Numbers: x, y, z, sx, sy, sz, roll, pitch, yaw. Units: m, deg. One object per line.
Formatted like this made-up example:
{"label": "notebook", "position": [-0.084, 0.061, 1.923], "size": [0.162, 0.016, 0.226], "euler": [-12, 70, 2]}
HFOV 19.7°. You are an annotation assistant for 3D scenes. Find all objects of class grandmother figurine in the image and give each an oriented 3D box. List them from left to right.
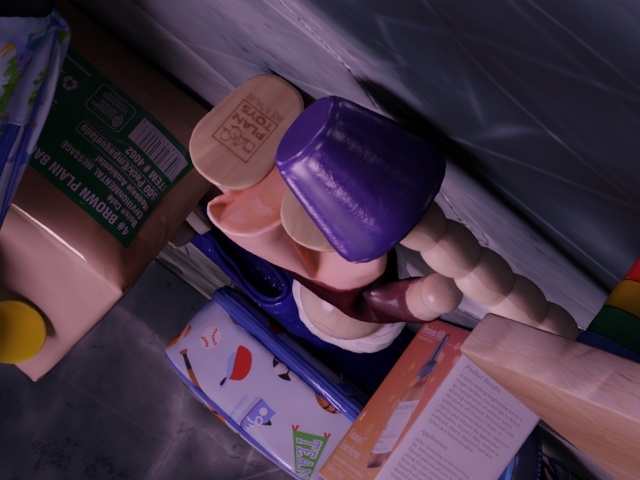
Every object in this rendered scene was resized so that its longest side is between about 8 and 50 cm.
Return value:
{"label": "grandmother figurine", "position": [0.000, 0.000, 1.219], "size": [0.208, 0.104, 0.342], "euler": [44, 174, 20]}

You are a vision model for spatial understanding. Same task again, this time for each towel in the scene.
{"label": "towel", "position": [-0.013, 0.052, 1.826], "size": [0.227, 0.076, 0.308], "euler": [41, 178, 41]}

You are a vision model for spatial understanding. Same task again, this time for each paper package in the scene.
{"label": "paper package", "position": [-0.269, -0.076, 1.437], "size": [0.325, 0.168, 0.309], "euler": [39, 154, -6]}

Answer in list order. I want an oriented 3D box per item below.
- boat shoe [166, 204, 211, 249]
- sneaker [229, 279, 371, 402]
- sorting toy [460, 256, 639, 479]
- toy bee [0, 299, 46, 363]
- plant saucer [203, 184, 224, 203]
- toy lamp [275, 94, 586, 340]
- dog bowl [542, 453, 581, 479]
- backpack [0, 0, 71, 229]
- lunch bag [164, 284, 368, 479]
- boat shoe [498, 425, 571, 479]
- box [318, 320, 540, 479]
{"label": "boat shoe", "position": [-0.228, -0.093, 1.648], "size": [0.305, 0.091, 0.109], "euler": [44, 179, 0]}
{"label": "sneaker", "position": [-0.028, 0.135, 2.161], "size": [0.125, 0.139, 0.341], "euler": [28, 171, 40]}
{"label": "sorting toy", "position": [0.221, 0.104, 0.795], "size": [0.255, 0.089, 0.257], "euler": [39, 174, -17]}
{"label": "toy bee", "position": [-0.289, 0.050, 1.354], "size": [0.195, 0.162, 0.298], "euler": [15, -179, -34]}
{"label": "plant saucer", "position": [-0.062, -0.038, 1.548], "size": [0.198, 0.036, 0.198], "euler": [36, 173, 5]}
{"label": "toy lamp", "position": [0.092, 0.023, 0.974], "size": [0.275, 0.080, 0.080], "euler": [37, 174, -20]}
{"label": "dog bowl", "position": [0.273, 0.334, 2.146], "size": [0.349, 0.102, 0.349], "euler": [37, 174, 4]}
{"label": "backpack", "position": [-0.304, -0.080, 1.126], "size": [0.290, 0.355, 0.273], "euler": [35, -168, 30]}
{"label": "lunch bag", "position": [-0.017, 0.171, 1.820], "size": [0.243, 0.115, 0.303], "euler": [38, 177, 20]}
{"label": "boat shoe", "position": [0.219, 0.273, 1.889], "size": [0.089, 0.109, 0.258], "euler": [2, 141, 4]}
{"label": "box", "position": [0.095, 0.163, 1.544], "size": [0.091, 0.170, 0.130], "euler": [37, 174, -14]}
